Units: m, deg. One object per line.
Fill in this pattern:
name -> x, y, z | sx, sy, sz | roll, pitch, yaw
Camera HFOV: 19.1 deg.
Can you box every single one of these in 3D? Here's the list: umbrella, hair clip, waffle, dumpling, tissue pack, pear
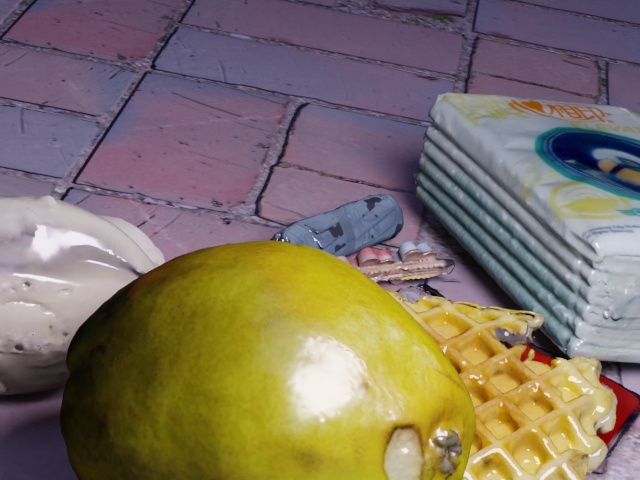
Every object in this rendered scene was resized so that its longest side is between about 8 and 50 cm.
umbrella -> 0.001, -0.002, 1.990 | 0.052, 0.053, 0.250 | 28, 29, 32
hair clip -> 0.039, 0.031, 1.937 | 0.214, 0.062, 0.056 | -14, 64, -32
waffle -> 0.128, 0.143, 1.649 | 0.261, 0.056, 0.250 | 10, 43, -1
dumpling -> -0.274, 0.025, 1.669 | 0.318, 0.187, 0.243 | 0, 29, -14
tissue pack -> 0.303, -0.016, 1.997 | 0.287, 0.162, 0.388 | 4, 24, -24
pear -> -0.044, 0.131, 1.453 | 0.321, 0.269, 0.269 | 4, 22, 16

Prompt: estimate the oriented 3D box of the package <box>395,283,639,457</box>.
package -> 0.166, 0.122, 1.783 | 0.269, 0.071, 0.194 | 30, 31, 12
